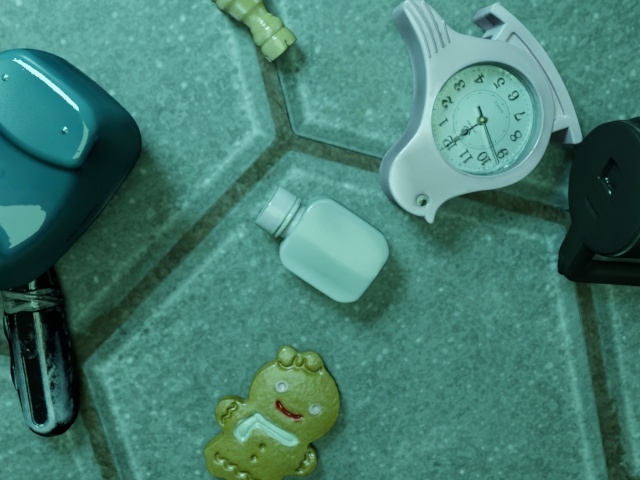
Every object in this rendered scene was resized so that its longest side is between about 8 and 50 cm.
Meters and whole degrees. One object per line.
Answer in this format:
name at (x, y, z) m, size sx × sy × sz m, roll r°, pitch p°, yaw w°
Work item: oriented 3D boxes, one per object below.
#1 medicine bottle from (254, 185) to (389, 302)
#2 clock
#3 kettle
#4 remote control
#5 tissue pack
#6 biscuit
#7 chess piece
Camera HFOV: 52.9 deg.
medicine bottle at (0.000, 0.000, 0.912) m, size 0.183 × 0.069 × 0.119 m, roll 33°, pitch 100°, yaw -10°
clock at (0.175, -0.191, 0.884) m, size 0.275 × 0.080 × 0.290 m, roll -33°, pitch 100°, yaw 2°
kettle at (0.503, -0.057, 0.877) m, size 0.307 × 0.262 × 0.203 m, roll 0°, pitch 75°, yaw -10°
remote control at (-0.402, 0.155, 0.915) m, size 0.090 × 0.066 × 0.266 m, roll -7°, pitch 101°, yaw -6°
tissue pack at (-0.369, -0.085, 0.812) m, size 0.198 × 0.206 × 0.287 m, roll 39°, pitch 94°, yaw -1°
biscuit at (-0.065, 0.278, 0.976) m, size 0.184 × 0.035 × 0.249 m, roll 38°, pitch 95°, yaw -10°
chess piece at (-0.089, -0.299, 0.858) m, size 0.066 × 0.066 × 0.122 m, roll -39°, pitch 106°, yaw 4°
